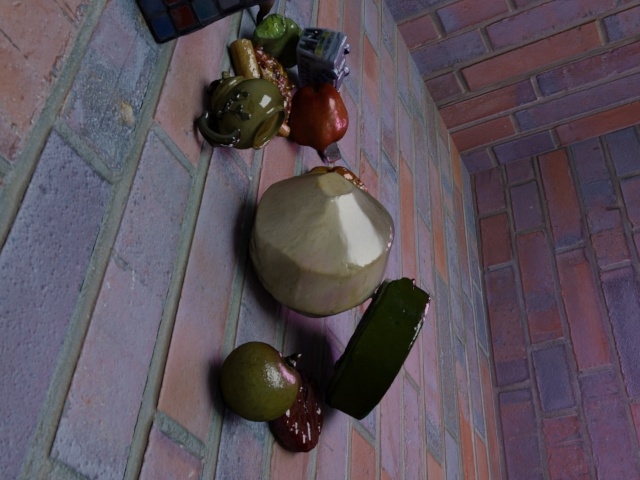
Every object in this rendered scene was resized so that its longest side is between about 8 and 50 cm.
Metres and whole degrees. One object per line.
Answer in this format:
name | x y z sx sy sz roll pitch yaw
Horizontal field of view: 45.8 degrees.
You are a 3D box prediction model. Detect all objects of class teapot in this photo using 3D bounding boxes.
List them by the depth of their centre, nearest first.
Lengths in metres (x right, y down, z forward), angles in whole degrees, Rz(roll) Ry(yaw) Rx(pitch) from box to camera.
teapot | -0.189 -0.302 1.732 0.182 0.173 0.269 41 49 10

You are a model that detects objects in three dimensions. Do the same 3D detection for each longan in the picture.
longan | -0.112 0.268 1.473 0.145 0.176 0.155 45 -10 38

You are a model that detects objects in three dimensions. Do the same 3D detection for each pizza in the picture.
pizza | -0.132 -0.421 2.016 0.289 0.081 0.229 62 24 -23

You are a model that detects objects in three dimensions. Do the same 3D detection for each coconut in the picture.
coconut | 0.000 0.000 1.753 0.352 0.352 0.353 48 33 -47

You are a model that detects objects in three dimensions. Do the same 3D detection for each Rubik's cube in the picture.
Rubik's cube | -0.240 -0.626 1.627 0.293 0.292 0.287 67 23 -20

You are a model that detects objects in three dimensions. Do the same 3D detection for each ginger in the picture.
ginger | -0.112 -0.552 2.109 0.137 0.089 0.290 -68 166 14

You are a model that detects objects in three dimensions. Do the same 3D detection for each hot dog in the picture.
hot dog | 0.069 -0.105 2.176 0.257 0.153 0.150 65 23 -20

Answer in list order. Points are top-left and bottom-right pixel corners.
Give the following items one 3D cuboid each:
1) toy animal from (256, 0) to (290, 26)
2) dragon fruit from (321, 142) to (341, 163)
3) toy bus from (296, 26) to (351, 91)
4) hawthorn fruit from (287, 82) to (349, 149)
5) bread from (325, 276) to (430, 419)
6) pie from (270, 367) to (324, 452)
toy animal | -0.152 -0.658 2.074 0.197 0.160 0.272 67 30 -22
dragon fruit | 0.025 -0.283 2.331 0.083 0.056 0.060 61 2 -45
toy bus | 0.007 -0.498 2.168 0.330 0.136 0.109 89 25 -79
hawthorn fruit | -0.007 -0.352 2.136 0.189 0.189 0.189 48 33 -47
bread | 0.137 0.249 1.848 0.129 0.382 0.366 28 22 3
pie | -0.056 0.367 1.692 0.219 0.054 0.204 54 29 -45
